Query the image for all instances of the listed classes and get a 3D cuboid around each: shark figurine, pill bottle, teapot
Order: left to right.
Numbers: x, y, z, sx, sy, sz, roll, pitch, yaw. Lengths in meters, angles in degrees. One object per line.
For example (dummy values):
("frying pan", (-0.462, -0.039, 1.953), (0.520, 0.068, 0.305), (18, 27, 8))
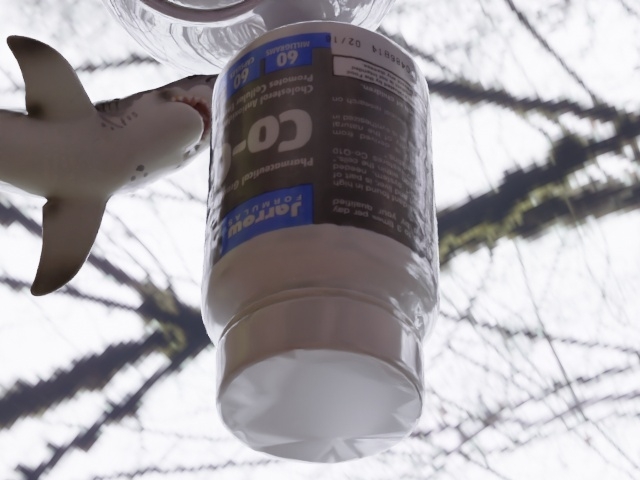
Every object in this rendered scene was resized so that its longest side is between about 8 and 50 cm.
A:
("shark figurine", (-0.202, -0.080, 1.093), (0.278, 0.116, 0.166), (25, -85, -14))
("teapot", (-0.064, -0.224, 1.233), (0.256, 0.187, 0.252), (18, -82, 15))
("pill bottle", (0.000, 0.000, 0.612), (0.078, 0.078, 0.137), (-13, -133, 14))
